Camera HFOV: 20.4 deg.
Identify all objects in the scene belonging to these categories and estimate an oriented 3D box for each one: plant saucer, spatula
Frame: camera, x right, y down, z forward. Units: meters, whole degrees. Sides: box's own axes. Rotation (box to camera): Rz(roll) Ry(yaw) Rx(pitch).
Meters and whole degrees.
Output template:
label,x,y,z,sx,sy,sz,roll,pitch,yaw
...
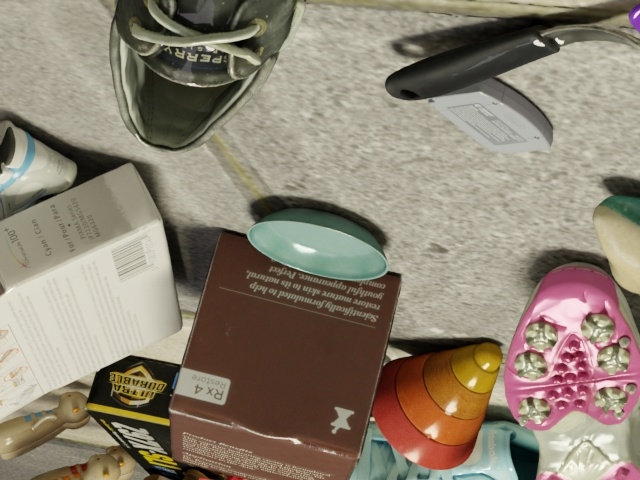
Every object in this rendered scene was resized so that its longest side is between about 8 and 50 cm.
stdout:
label,x,y,z,sx,sy,sz,roll,pitch,yaw
plant saucer,0.000,0.000,1.451,0.119,0.021,0.119,13,160,5
spatula,0.149,-0.113,1.021,0.084,0.030,0.296,28,157,-39

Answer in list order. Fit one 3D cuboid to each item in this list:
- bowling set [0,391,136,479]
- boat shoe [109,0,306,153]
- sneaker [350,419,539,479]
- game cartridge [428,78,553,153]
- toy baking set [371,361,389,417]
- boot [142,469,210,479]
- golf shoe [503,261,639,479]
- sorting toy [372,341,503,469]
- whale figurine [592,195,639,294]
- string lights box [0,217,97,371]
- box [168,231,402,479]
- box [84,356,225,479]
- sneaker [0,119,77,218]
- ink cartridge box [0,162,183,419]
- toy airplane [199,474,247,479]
label,x,y,z,sx,sy,sz,roll,pitch,yaw
bowling set,-0.324,0.234,2.189,0.154,0.200,0.287,-23,178,-11
boat shoe,-0.051,-0.136,0.967,0.121,0.119,0.335,15,161,-1
sneaker,0.135,0.230,1.843,0.365,0.135,0.150,7,142,-12
game cartridge,0.113,-0.082,1.156,0.056,0.017,0.083,1,157,43
toy baking set,0.001,0.144,1.832,0.256,0.030,0.197,12,160,6
boot,-0.117,0.332,2.153,0.152,0.073,0.197,27,170,-30
golf shoe,0.219,0.114,1.485,0.115,0.140,0.306,1,134,13
sorting toy,0.184,0.235,1.615,0.127,0.366,0.126,-11,153,-41
whale figurine,0.319,0.035,1.206,0.272,0.141,0.216,32,170,30
string lights box,-0.307,0.043,1.706,0.133,0.077,0.260,8,159,17
box,-0.034,0.118,1.580,0.168,0.167,0.203,15,160,0
box,-0.108,0.235,2.094,0.257,0.079,0.322,11,161,14
sneaker,-0.264,-0.040,1.464,0.083,0.071,0.190,20,161,-31
ink cartridge box,-0.252,0.066,1.521,0.261,0.066,0.296,-26,162,-10
toy airplane,-0.092,0.265,2.007,0.151,0.028,0.151,13,161,5
